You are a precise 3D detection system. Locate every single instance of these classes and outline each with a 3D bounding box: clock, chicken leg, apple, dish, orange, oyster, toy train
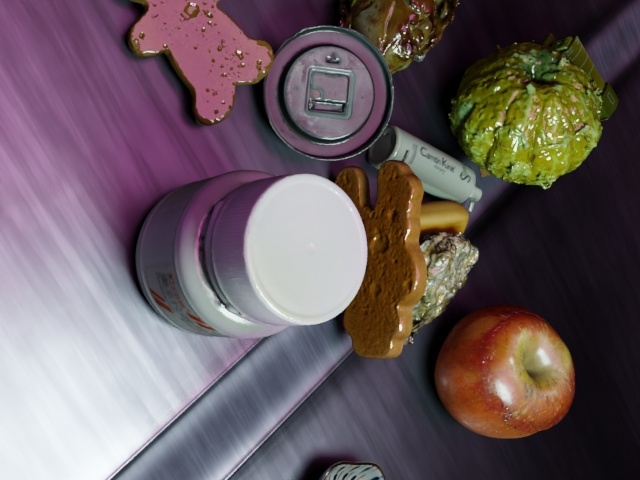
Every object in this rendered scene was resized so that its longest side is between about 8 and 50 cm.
[{"bbox_3d":[0.011,-0.246,1.370,0.226,0.049,0.226,-1,94,-11],"label":"clock"},{"bbox_3d":[0.147,-0.465,1.463,0.211,0.140,0.361,16,79,-5],"label":"chicken leg"},{"bbox_3d":[0.341,0.247,1.533,0.272,0.206,0.251,-29,92,-37],"label":"apple"},{"bbox_3d":[0.033,0.456,1.368,0.191,0.066,0.190,1,87,-35],"label":"dish"},{"bbox_3d":[0.393,-0.253,1.576,0.301,0.223,0.300,-29,64,-24],"label":"orange"},{"bbox_3d":[0.191,0.085,1.474,0.259,0.092,0.198,-45,150,-34],"label":"oyster"},{"bbox_3d":[0.538,-0.351,1.769,0.225,0.137,0.090,48,60,-24],"label":"toy train"}]

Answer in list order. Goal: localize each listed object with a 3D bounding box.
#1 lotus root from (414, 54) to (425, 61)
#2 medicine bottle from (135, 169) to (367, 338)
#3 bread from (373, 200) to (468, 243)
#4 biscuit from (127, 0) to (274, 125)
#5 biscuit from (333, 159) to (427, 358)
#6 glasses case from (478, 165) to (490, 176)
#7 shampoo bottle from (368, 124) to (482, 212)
[{"bbox_3d":[0.198,-0.422,1.554,0.088,0.088,0.165,32,77,-30],"label":"lotus root"},{"bbox_3d":[-0.101,0.019,1.159,0.241,0.302,0.241,4,84,-36],"label":"medicine bottle"},{"bbox_3d":[0.167,-0.028,1.503,0.239,0.074,0.092,-5,129,-36],"label":"bread"},{"bbox_3d":[-0.210,-0.340,1.260,0.197,0.049,0.301,-47,111,-19],"label":"biscuit"},{"bbox_3d":[0.096,0.031,1.369,0.047,0.202,0.333,5,81,-44],"label":"biscuit"},{"bbox_3d":[0.398,-0.187,1.711,0.170,0.041,0.064,-21,97,-35],"label":"glasses case"},{"bbox_3d":[0.212,-0.132,1.541,0.262,0.085,0.085,22,73,-34],"label":"shampoo bottle"}]
